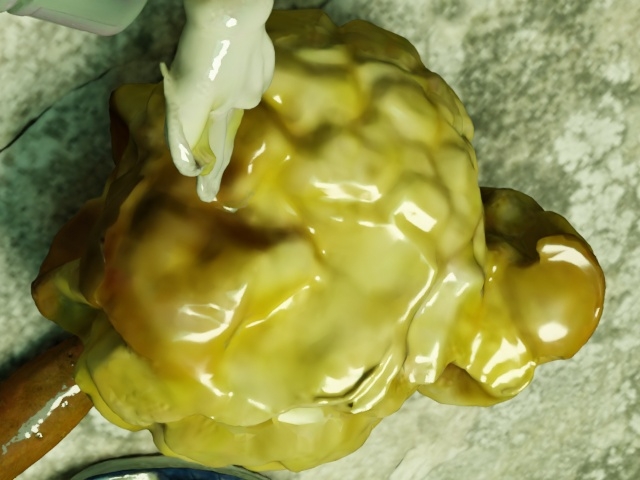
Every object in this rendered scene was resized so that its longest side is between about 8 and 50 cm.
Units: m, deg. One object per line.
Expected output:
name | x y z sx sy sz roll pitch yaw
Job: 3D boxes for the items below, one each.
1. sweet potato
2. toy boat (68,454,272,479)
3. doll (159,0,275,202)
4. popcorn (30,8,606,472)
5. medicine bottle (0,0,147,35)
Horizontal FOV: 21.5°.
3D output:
sweet potato | -0.214 0.133 1.066 0.264 0.057 0.057 -38 124 0
toy boat | -0.064 0.224 1.141 0.262 0.115 0.114 20 109 -30
doll | -0.019 -0.228 0.786 0.161 0.423 0.348 12 138 17
popcorn | 0.000 0.000 0.982 0.332 0.225 0.265 1 88 -5
medicine bottle | -0.168 -0.185 0.865 0.168 0.135 0.135 12 112 -26
